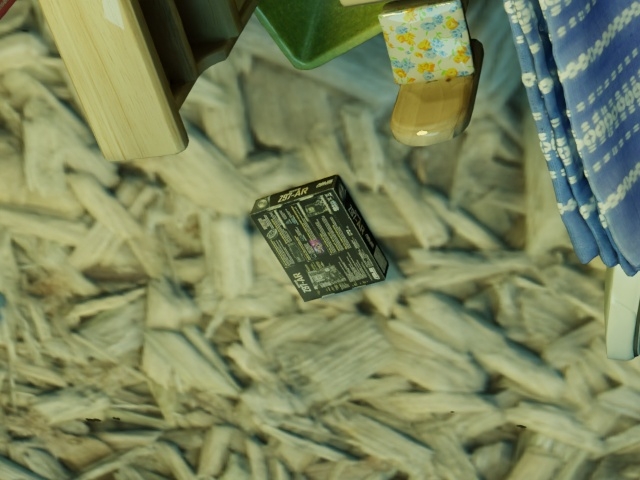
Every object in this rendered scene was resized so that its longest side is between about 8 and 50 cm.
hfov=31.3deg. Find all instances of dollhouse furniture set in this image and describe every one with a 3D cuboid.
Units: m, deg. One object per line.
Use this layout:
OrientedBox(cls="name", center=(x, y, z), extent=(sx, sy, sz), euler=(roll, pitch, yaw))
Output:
OrientedBox(cls="dollhouse furniture set", center=(0.014, -0.136, 0.531), extent=(0.242, 0.161, 0.212), euler=(-5, 125, 18))

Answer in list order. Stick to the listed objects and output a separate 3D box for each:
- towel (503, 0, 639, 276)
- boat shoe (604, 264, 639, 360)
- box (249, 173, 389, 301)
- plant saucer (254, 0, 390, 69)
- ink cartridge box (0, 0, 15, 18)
OrientedBox(cls="towel", center=(0.172, -0.170, 0.498), extent=(0.040, 0.243, 0.336), euler=(32, 153, 50))
OrientedBox(cls="boat shoe", center=(0.215, -0.012, 0.689), extent=(0.070, 0.078, 0.219), euler=(8, 127, 10))
OrientedBox(cls="box", center=(0.000, 0.000, 0.792), extent=(0.067, 0.018, 0.083), euler=(-17, 121, 26))
OrientedBox(cls="plant saucer", center=(0.014, -0.210, 0.609), extent=(0.188, 0.045, 0.188), euler=(-24, 118, 30))
OrientedBox(cls="ink cartridge box", center=(-0.165, -0.253, 0.517), extent=(0.117, 0.207, 0.283), euler=(21, 130, -3))
